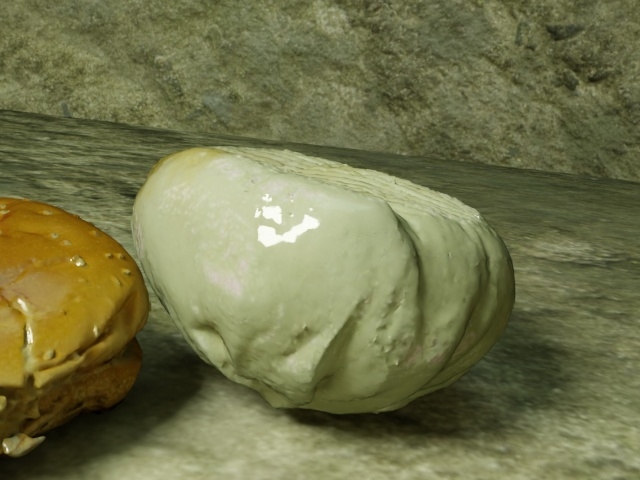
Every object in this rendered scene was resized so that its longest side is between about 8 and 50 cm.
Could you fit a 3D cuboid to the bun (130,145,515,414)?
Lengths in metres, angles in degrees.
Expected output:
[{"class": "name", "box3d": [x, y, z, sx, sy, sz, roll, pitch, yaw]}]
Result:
[{"class": "bun", "box3d": [-0.002, 0.036, 0.695, 0.365, 0.219, 0.365, 15, 9, -3]}]

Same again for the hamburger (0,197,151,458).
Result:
[{"class": "hamburger", "box3d": [-0.295, 0.067, 0.600, 0.314, 0.170, 0.289, 15, 24, 28]}]
